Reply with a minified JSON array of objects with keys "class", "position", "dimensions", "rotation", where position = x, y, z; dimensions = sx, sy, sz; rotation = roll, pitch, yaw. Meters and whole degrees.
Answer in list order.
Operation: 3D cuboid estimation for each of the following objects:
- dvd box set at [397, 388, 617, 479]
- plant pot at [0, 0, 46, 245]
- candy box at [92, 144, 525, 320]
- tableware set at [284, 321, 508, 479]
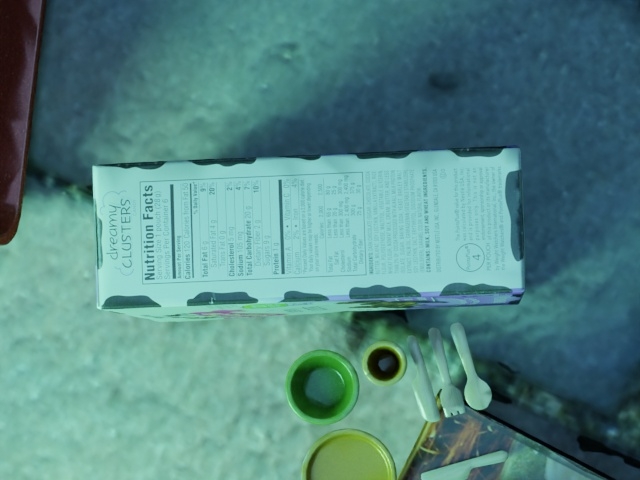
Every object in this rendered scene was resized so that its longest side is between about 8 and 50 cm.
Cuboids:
[{"class":"dvd box set","position":[0.099,0.330,0.931],"dimensions":[0.308,0.062,0.420],"rotation":[28,90,6]},{"class":"plant pot","position":[-0.296,-0.147,0.895],"dimensions":[0.236,0.267,0.267],"rotation":[6,88,16]},{"class":"candy box","position":[0.000,0.000,0.900],"dimensions":[0.196,0.165,0.070],"rotation":[-3,86,5]},{"class":"tableware set","position":[0.043,0.121,0.905],"dimensions":[0.104,0.024,0.154],"rotation":[-16,85,5]}]
